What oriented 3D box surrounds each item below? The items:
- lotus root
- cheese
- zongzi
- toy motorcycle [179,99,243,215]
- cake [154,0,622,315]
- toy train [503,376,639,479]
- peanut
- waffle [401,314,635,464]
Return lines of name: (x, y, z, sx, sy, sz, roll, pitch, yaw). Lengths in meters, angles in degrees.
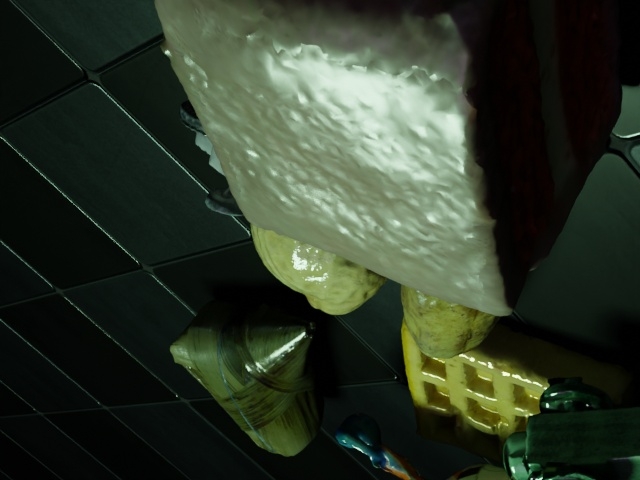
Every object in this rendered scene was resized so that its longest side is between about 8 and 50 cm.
lotus root: (0.127, 0.035, 1.153, 0.258, 0.110, 0.097, 82, 166, -58)
cheese: (0.158, 0.293, 1.377, 0.329, 0.129, 0.217, 32, 173, 18)
zongzi: (-0.029, 0.165, 1.494, 0.242, 0.112, 0.221, -5, 132, 46)
toy motorcycle: (0.001, -0.066, 1.084, 0.260, 0.171, 0.110, 34, 116, 41)
cake: (0.062, -0.128, 0.838, 0.230, 0.237, 0.309, 19, 151, 28)
toy train: (0.325, 0.213, 1.158, 0.301, 0.120, 0.202, -11, 132, 26)
peanut: (0.000, 0.000, 1.211, 0.159, 0.109, 0.140, 61, 170, -24)
waffle: (0.202, 0.169, 1.334, 0.248, 0.055, 0.221, 19, 149, 23)
